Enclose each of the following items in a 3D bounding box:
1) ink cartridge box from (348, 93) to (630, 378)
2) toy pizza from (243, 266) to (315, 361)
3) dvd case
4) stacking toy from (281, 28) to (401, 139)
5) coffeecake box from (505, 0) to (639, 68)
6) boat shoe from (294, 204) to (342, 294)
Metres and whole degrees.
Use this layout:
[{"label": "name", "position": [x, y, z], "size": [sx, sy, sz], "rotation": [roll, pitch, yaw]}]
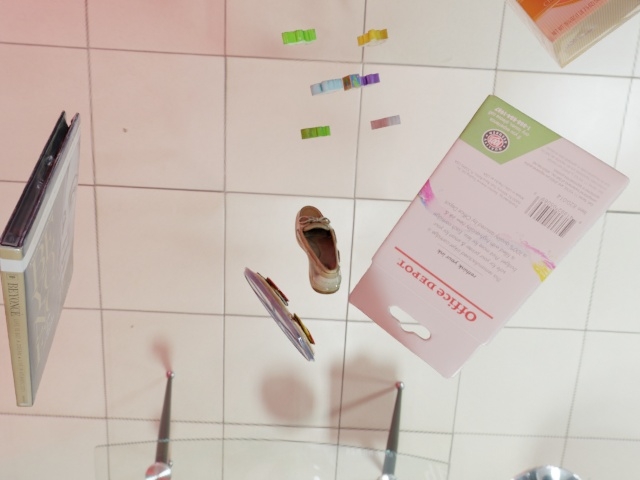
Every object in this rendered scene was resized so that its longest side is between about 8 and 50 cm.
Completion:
[{"label": "ink cartridge box", "position": [0.223, 0.002, 0.647], "size": [0.207, 0.119, 0.353], "rotation": [38, 107, 12]}, {"label": "toy pizza", "position": [-0.065, 0.123, 0.761], "size": [0.032, 0.201, 0.201], "rotation": [-36, 100, -14]}, {"label": "dvd case", "position": [-0.243, 0.021, 0.391], "size": [0.018, 0.164, 0.221], "rotation": [10, 133, -22]}, {"label": "stacking toy", "position": [0.040, -0.268, 0.751], "size": [0.221, 0.052, 0.166], "rotation": [-18, 103, -32]}, {"label": "coffeecake box", "position": [0.254, -0.300, 0.445], "size": [0.142, 0.068, 0.185], "rotation": [-36, 66, 27]}, {"label": "boat shoe", "position": [-0.002, 0.000, 0.593], "size": [0.056, 0.153, 0.048], "rotation": [0, 136, -11]}]
